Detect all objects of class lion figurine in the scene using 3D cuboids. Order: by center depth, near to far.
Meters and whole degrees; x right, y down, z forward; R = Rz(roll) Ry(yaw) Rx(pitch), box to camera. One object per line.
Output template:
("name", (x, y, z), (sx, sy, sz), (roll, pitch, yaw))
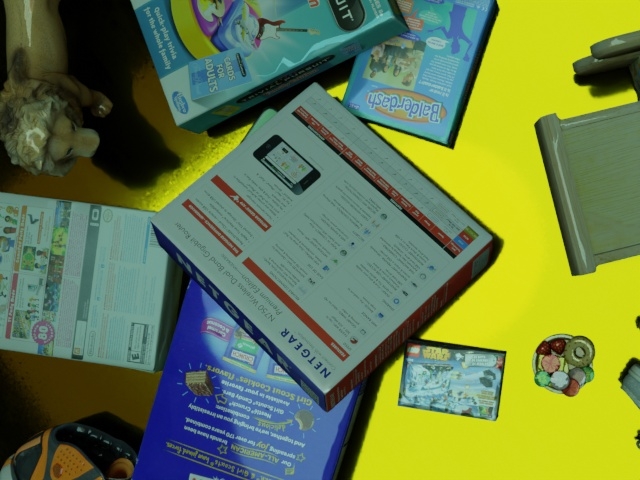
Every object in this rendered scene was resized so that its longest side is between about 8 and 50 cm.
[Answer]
("lion figurine", (-0.383, -0.273, 1.694), (0.142, 0.240, 0.392), (-14, 86, 11))

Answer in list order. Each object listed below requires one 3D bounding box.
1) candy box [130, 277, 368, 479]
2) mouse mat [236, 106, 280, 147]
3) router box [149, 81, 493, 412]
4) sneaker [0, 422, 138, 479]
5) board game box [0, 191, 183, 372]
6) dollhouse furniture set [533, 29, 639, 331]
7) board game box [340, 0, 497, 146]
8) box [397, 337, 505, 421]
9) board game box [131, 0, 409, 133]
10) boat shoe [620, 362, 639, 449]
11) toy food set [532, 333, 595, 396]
("candy box", (-0.083, 0.216, 1.684), (0.268, 0.122, 0.317), (18, 92, 10))
("mouse mat", (-0.043, -0.079, 1.738), (0.189, 0.007, 0.152), (36, 97, 9))
("router box", (0.000, 0.000, 1.606), (0.301, 0.082, 0.335), (-41, 70, -15))
("sneaker", (-0.310, 0.399, 1.709), (0.180, 0.124, 0.321), (-38, 82, 26))
("board game box", (-0.355, 0.056, 1.752), (0.303, 0.097, 0.224), (8, 90, 8))
("dollhouse furniture set", (0.378, -0.065, 1.444), (0.256, 0.394, 0.362), (-13, 87, 2))
("board game box", (0.133, -0.251, 1.682), (0.160, 0.047, 0.210), (19, 92, 12))
("box", (0.178, 0.189, 1.676), (0.137, 0.027, 0.094), (8, 92, 12))
("board game box", (-0.083, -0.334, 1.686), (0.336, 0.079, 0.254), (-25, 79, 17))
("boat shoe", (0.479, 0.302, 1.568), (0.103, 0.118, 0.320), (-36, 89, 5))
("toy food set", (0.325, 0.167, 1.648), (0.083, 0.020, 0.082), (6, 90, 12))
